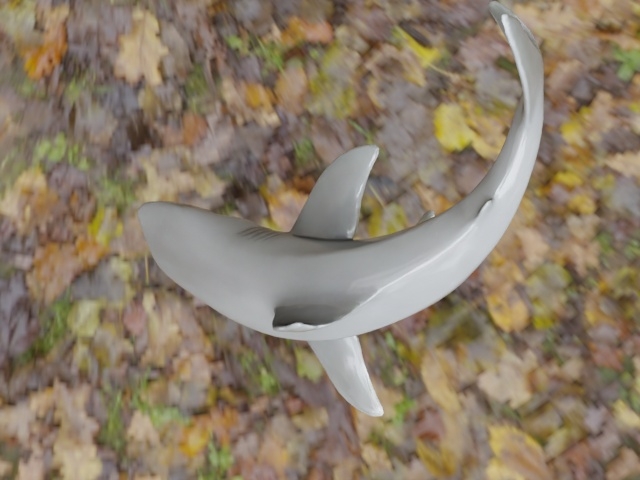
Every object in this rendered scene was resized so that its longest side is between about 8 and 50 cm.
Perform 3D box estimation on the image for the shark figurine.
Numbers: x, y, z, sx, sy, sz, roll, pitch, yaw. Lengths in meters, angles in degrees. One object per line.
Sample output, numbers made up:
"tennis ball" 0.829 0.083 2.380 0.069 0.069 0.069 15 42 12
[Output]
"shark figurine" 0.026 0.006 0.907 0.278 0.116 0.166 -29 89 32
